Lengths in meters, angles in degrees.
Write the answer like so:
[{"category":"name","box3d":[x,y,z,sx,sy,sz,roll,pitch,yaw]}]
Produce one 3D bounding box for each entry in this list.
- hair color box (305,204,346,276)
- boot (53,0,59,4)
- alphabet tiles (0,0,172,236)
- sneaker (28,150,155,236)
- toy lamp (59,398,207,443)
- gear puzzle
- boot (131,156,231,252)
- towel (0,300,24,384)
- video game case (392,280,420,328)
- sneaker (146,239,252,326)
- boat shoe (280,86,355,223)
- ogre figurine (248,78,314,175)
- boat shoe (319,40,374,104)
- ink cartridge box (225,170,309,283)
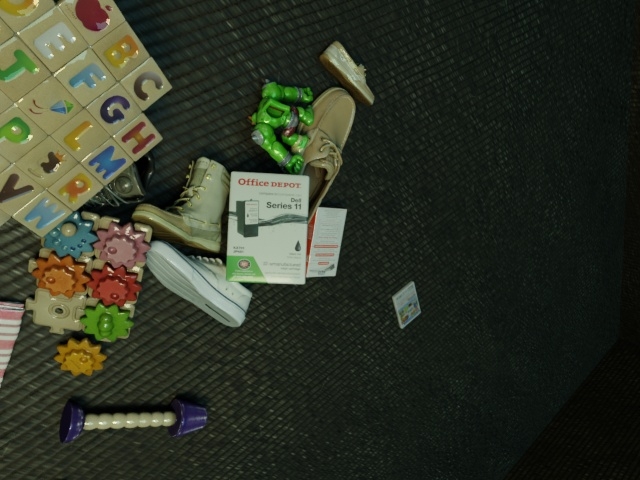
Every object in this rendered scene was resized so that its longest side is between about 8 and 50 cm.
[{"category":"hair color box","box3d":[0.000,0.000,1.114,0.093,0.053,0.167,1,102,-40]},{"category":"boot","box3d":[-0.381,-0.307,0.730,0.106,0.037,0.114,6,96,-41]},{"category":"alphabet tiles","box3d":[-0.361,-0.152,0.588,0.342,0.011,0.285,-44,147,-11]},{"category":"sneaker","box3d":[-0.364,-0.082,0.754,0.227,0.130,0.087,-38,122,-20]},{"category":"toy lamp","box3d":[-0.358,0.354,0.933,0.275,0.080,0.080,17,93,-39]},{"category":"gear puzzle","box3d":[-0.398,0.106,0.781,0.175,0.044,0.339,14,116,-16]},{"category":"boot","box3d":[-0.238,-0.076,0.844,0.213,0.077,0.165,32,68,-64]},{"category":"towel","box3d":[-0.574,0.181,0.741,0.144,0.029,0.197,17,96,-40]},{"category":"video game case","box3d":[0.258,0.193,1.406,0.087,0.011,0.122,-34,122,-26]},{"category":"sneaker","box3d":[-0.240,0.072,0.940,0.258,0.094,0.091,49,45,-35]},{"category":"boat shoe","box3d":[0.000,-0.171,1.020,0.121,0.110,0.341,26,88,-40]},{"category":"ogre figurine","box3d":[-0.075,-0.242,0.945,0.118,0.097,0.197,22,86,-34]},{"category":"boat shoe","box3d":[0.073,-0.371,1.044,0.170,0.063,0.059,36,87,-39]},{"category":"ink cartridge box","box3d":[-0.100,-0.024,0.907,0.153,0.087,0.208,2,89,-5]}]
